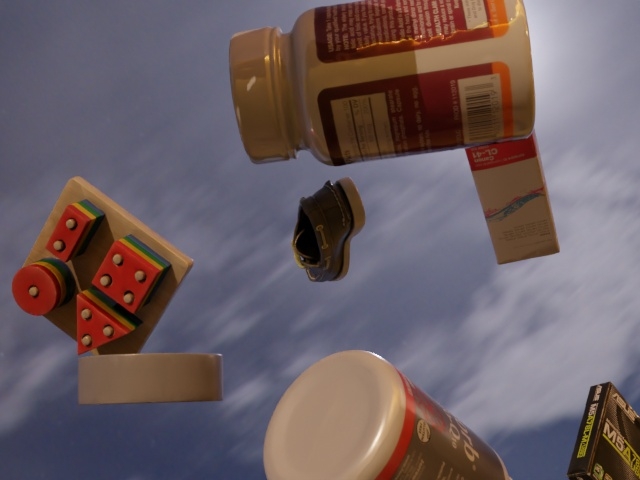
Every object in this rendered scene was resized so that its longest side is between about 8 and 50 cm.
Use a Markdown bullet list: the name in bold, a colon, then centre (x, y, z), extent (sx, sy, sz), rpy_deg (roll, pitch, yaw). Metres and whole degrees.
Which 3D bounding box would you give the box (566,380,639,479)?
- **box**: centre (0.459, 0.345, 1.432), extent (0.045, 0.191, 0.184), rpy_deg (-25, 22, 44)

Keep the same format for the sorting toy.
- **sorting toy**: centre (-0.392, 0.071, 1.609), extent (0.255, 0.257, 0.089), rpy_deg (-56, -6, 21)

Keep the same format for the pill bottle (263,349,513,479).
- **pill bottle**: centre (0.115, 0.313, 1.216), extent (0.210, 0.210, 0.363), rpy_deg (-44, -56, 6)

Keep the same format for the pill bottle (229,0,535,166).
- **pill bottle**: centre (0.085, -0.223, 1.310), extent (0.391, 0.224, 0.224), rpy_deg (-7, -40, 7)

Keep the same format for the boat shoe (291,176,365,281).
- **boat shoe**: centre (-0.002, -0.004, 1.547), extent (0.091, 0.109, 0.305), rpy_deg (-20, -20, -16)

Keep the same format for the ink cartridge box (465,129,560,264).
- **ink cartridge box**: centre (0.362, -0.141, 1.818), extent (0.131, 0.226, 0.306), rpy_deg (-11, -54, 13)

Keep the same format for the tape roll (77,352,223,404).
- **tape roll**: centre (-0.257, 0.212, 1.438), extent (0.219, 0.072, 0.219), rpy_deg (-1, -10, 0)
